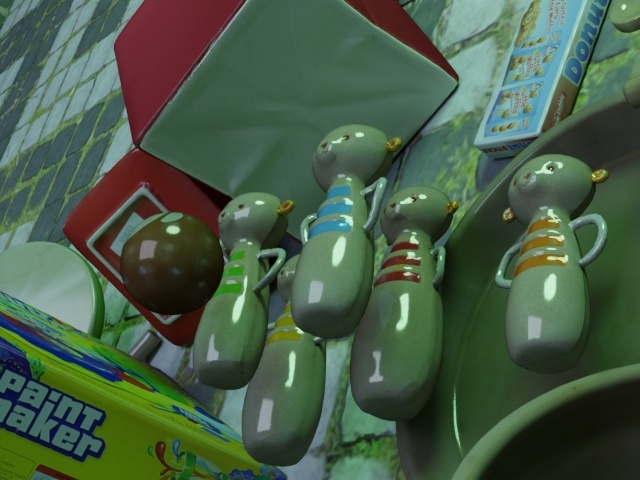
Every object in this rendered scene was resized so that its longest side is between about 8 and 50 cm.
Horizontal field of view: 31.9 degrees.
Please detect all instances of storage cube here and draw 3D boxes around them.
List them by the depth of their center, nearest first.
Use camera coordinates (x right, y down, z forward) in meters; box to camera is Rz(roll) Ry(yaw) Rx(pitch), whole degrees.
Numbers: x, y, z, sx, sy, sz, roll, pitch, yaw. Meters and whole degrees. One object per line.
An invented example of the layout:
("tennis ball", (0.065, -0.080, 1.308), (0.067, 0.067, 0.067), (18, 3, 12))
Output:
("storage cube", (-0.037, -0.142, 0.909), (0.215, 0.183, 0.193), (-49, 31, 16))

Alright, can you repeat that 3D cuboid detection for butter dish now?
("butter dish", (-0.115, -0.013, 0.980), (0.160, 0.160, 0.118), (-38, 10, 41))

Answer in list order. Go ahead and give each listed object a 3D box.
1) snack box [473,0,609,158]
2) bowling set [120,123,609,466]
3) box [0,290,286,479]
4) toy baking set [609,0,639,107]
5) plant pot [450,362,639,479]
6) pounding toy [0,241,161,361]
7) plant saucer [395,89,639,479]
("snack box", (0.159, -0.140, 0.761), (0.064, 0.022, 0.178), (-4, 60, 56))
("bowling set", (0.000, 0.000, 0.626), (0.287, 0.200, 0.154), (-26, 41, 41))
("box", (-0.233, 0.150, 0.824), (0.177, 0.290, 0.279), (-61, 29, -5))
("toy baking set", (0.252, -0.173, 0.588), (0.256, 0.030, 0.197), (-39, 29, 17))
("plant pot", (0.151, 0.147, 0.353), (0.237, 0.237, 0.110), (-118, 22, -58))
("pounding toy", (-0.264, 0.117, 1.137), (0.237, 0.110, 0.183), (36, 83, 33))
("plant saucer", (0.147, 0.043, 0.586), (0.278, 0.041, 0.278), (-38, 35, 33))
